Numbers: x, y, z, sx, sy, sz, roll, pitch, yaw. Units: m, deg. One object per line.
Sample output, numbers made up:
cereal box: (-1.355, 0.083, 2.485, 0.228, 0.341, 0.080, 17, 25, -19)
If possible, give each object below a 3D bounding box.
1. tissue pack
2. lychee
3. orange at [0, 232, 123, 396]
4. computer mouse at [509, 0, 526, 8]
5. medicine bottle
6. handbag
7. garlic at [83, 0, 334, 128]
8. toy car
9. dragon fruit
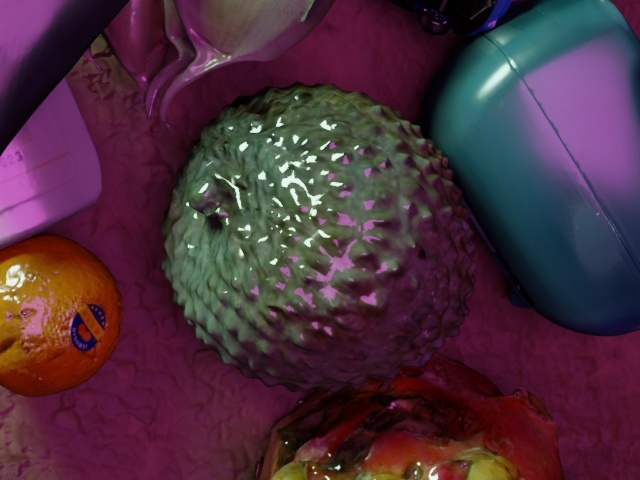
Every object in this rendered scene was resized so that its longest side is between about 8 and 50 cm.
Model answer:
tissue pack: (0.216, -0.058, 1.453, 0.206, 0.198, 0.287, -34, 106, 3)
lychee: (0.000, 0.000, 1.389, 0.274, 0.255, 0.255, 14, 92, -43)
orange: (-0.234, 0.060, 1.385, 0.135, 0.117, 0.135, -33, 130, -50)
computer mouse: (0.175, -0.349, 1.462, 0.159, 0.097, 0.288, 25, 110, -2)
medicine bottle: (-0.298, -0.141, 1.352, 0.161, 0.111, 0.296, -26, 104, -11)
handbag: (-0.259, -0.200, 1.255, 0.211, 0.089, 0.254, 40, 90, -14)
garlic: (-0.102, -0.247, 1.341, 0.237, 0.210, 0.292, -20, 108, -20)
toy car: (0.067, -0.253, 1.424, 0.216, 0.063, 0.103, 29, 131, 5)
dragon fruit: (0.111, 0.260, 1.425, 0.296, 0.263, 0.314, -46, 105, -7)
